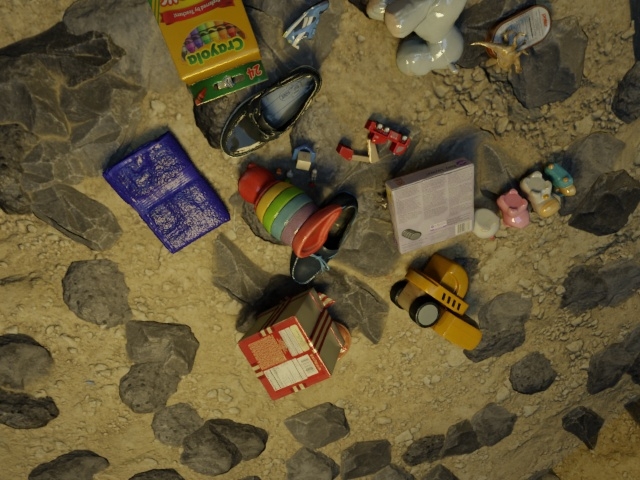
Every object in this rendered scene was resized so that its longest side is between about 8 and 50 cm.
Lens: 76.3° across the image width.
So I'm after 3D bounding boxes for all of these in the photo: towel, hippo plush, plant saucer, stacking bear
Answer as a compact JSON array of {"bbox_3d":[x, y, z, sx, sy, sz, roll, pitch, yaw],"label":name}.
[{"bbox_3d":[-0.432,-0.123,1.162,0.227,0.076,0.308,-31,116,5],"label":"towel"},{"bbox_3d":[0.281,-0.565,1.047,0.294,0.234,0.236,-16,148,13],"label":"hippo plush"},{"bbox_3d":[0.013,0.370,1.496,0.200,0.037,0.200,-4,116,-9],"label":"plant saucer"},{"bbox_3d":[-0.113,-0.100,1.152,0.289,0.164,0.175,40,128,15],"label":"stacking bear"}]

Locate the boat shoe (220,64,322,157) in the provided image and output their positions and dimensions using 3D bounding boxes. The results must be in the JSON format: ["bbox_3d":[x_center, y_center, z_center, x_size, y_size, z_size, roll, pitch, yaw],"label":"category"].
[{"bbox_3d":[-0.134,-0.337,1.095,0.340,0.113,0.127,-33,116,6],"label":"boat shoe"}]

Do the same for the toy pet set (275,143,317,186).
[{"bbox_3d":[-0.066,-0.225,1.204,0.122,0.065,0.114,8,148,-11],"label":"toy pet set"}]

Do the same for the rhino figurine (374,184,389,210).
[{"bbox_3d":[0.283,-0.150,1.281,0.243,0.073,0.106,-12,123,-7],"label":"rhino figurine"}]

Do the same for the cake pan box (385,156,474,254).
[{"bbox_3d":[0.344,-0.104,1.242,0.266,0.070,0.246,-19,128,-1],"label":"cake pan box"}]

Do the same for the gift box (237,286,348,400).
[{"bbox_3d":[-0.060,0.320,1.306,0.276,0.258,0.255,-23,98,17],"label":"gift box"}]

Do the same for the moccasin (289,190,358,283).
[{"bbox_3d":[0.000,0.000,1.275,0.137,0.117,0.342,21,109,-19],"label":"moccasin"}]

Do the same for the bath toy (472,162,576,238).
[{"bbox_3d":[0.652,-0.107,1.349,0.348,0.129,0.151,-30,72,2],"label":"bath toy"}]

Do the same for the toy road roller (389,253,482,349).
[{"bbox_3d":[0.431,0.200,1.409,0.329,0.202,0.241,33,94,-21],"label":"toy road roller"}]

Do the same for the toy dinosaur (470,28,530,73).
[{"bbox_3d":[0.515,-0.528,1.121,0.183,0.053,0.093,22,111,-19],"label":"toy dinosaur"}]

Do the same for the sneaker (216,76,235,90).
[{"bbox_3d":[-0.252,-0.460,1.058,0.058,0.052,0.135,-15,123,-15],"label":"sneaker"}]

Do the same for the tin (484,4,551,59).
[{"bbox_3d":[0.560,-0.587,1.151,0.189,0.040,0.106,-27,121,3],"label":"tin"}]

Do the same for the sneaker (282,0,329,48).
[{"bbox_3d":[-0.029,-0.557,1.048,0.144,0.053,0.059,-36,115,17],"label":"sneaker"}]

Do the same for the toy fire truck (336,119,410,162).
[{"bbox_3d":[0.158,-0.282,1.212,0.192,0.047,0.135,19,110,-19],"label":"toy fire truck"}]

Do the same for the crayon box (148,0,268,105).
[{"bbox_3d":[-0.271,-0.511,0.962,0.202,0.081,0.319,-21,101,0],"label":"crayon box"}]
